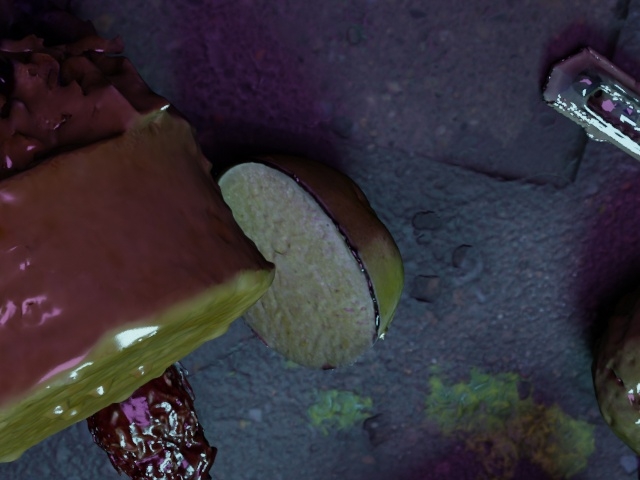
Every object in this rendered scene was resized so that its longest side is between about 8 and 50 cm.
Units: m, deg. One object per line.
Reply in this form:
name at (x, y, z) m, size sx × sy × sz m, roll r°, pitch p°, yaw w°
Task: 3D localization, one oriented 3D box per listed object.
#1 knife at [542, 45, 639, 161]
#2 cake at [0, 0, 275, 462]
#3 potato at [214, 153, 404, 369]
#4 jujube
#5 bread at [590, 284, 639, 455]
knife at (0.354, -0.063, 1.375) m, size 0.365 × 0.043 × 0.089 m, roll 33°, pitch 96°, yaw -21°
cake at (-0.238, -0.020, 1.105) m, size 0.332 × 0.332 × 0.321 m, roll -30°, pitch 82°, yaw -2°
potato at (0.000, 0.000, 1.272) m, size 0.117 × 0.182 × 0.202 m, roll -39°, pitch 98°, yaw -38°
jujube at (-0.155, 0.167, 1.305) m, size 0.104 × 0.104 × 0.166 m, roll -24°, pitch 113°, yaw -4°
bread at (0.371, 0.116, 1.401) m, size 0.230 × 0.123 × 0.230 m, roll -2°, pitch 106°, yaw -8°
